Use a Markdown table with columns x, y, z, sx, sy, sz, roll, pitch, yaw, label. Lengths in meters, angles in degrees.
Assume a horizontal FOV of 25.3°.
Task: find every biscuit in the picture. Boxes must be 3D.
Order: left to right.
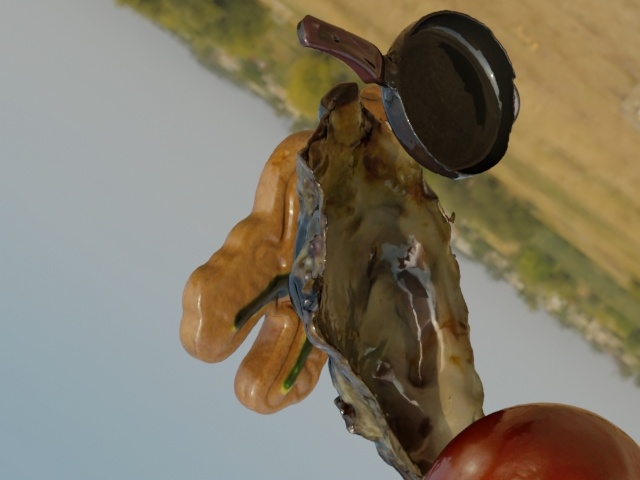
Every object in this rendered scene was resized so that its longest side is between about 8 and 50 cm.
| x | y | z | sx | sy | sz | roll | pitch | yaw | label |
| --- | --- | --- | --- | --- | --- | --- | --- | --- | --- |
| 0.000 | 0.000 | 1.328 | 0.047 | 0.334 | 0.202 | 15 | 152 | 40 | biscuit |

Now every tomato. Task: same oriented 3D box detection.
| x | y | z | sx | sy | sz | roll | pitch | yaw | label |
| --- | --- | --- | --- | --- | --- | --- | --- | --- | --- |
| 0.128 | 0.189 | 0.870 | 0.136 | 0.195 | 0.195 | 12 | 167 | 37 | tomato |

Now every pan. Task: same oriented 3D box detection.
| x | y | z | sx | sy | sz | roll | pitch | yaw | label |
| --- | --- | --- | --- | --- | --- | --- | --- | --- | --- |
| 0.052 | -0.104 | 0.925 | 0.040 | 0.115 | 0.212 | -11 | 163 | 43 | pan |

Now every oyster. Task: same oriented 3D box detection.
| x | y | z | sx | sy | sz | roll | pitch | yaw | label |
| --- | --- | --- | --- | --- | --- | --- | --- | --- | --- |
| 0.052 | 0.056 | 1.124 | 0.096 | 0.221 | 0.361 | 2 | 140 | 33 | oyster |

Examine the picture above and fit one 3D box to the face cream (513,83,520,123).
| x | y | z | sx | sy | sz | roll | pitch | yaw | label |
| --- | --- | --- | --- | --- | --- | --- | --- | --- | --- |
| 0.147 | -0.136 | 1.599 | 0.073 | 0.073 | 0.283 | 36 | 172 | -7 | face cream |
